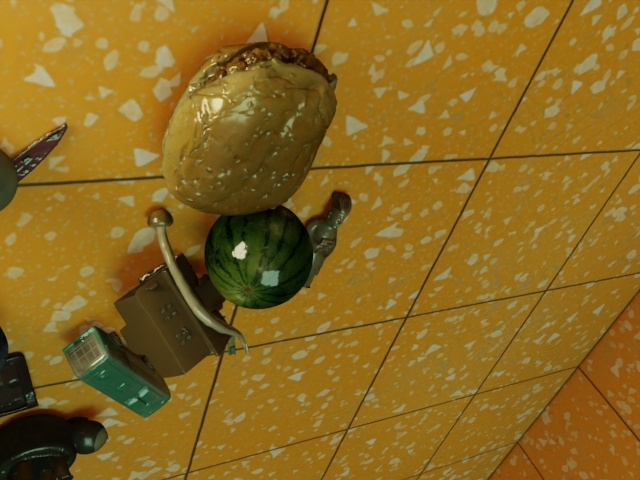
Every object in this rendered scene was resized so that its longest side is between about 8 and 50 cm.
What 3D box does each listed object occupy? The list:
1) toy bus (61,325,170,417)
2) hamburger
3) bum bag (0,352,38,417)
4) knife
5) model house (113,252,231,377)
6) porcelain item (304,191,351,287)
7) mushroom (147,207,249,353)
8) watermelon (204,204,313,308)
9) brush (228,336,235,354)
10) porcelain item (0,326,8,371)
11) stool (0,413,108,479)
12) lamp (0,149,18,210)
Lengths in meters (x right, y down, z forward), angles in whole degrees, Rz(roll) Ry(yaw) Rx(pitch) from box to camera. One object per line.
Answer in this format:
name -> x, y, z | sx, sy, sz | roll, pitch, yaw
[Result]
toy bus -> -0.384, 0.255, 1.366 | 0.091, 0.109, 0.262 | -38, 144, -3
hamburger -> -0.103, -0.161, 1.067 | 0.259, 0.144, 0.283 | 0, 130, -35
bum bag -> -0.586, 0.269, 1.306 | 0.109, 0.026, 0.159 | -13, 134, -23
knife -> -0.450, -0.084, 1.009 | 0.247, 0.018, 0.035 | -37, 140, 4
model house -> -0.231, 0.110, 1.303 | 0.248, 0.181, 0.176 | -37, -166, -37
porcelain item -> 0.000, 0.000, 1.390 | 0.084, 0.054, 0.213 | 5, 128, -41
mushroom -> -0.207, 0.084, 1.206 | 0.068, 0.043, 0.306 | -38, 108, -34
watermelon -> -0.105, 0.016, 1.229 | 0.188, 0.215, 0.188 | 3, 128, 3
brush -> -0.191, 0.223, 1.538 | 0.016, 0.013, 0.084 | -14, 138, -19
porcelain item -> -0.599, 0.243, 1.124 | 0.138, 0.186, 0.288 | 18, 117, -40
stool -> -0.545, 0.428, 1.414 | 0.228, 0.139, 0.153 | -24, 144, -6
lamp -> -0.456, -0.080, 0.939 | 0.105, 0.105, 0.105 | -19, 141, -16
